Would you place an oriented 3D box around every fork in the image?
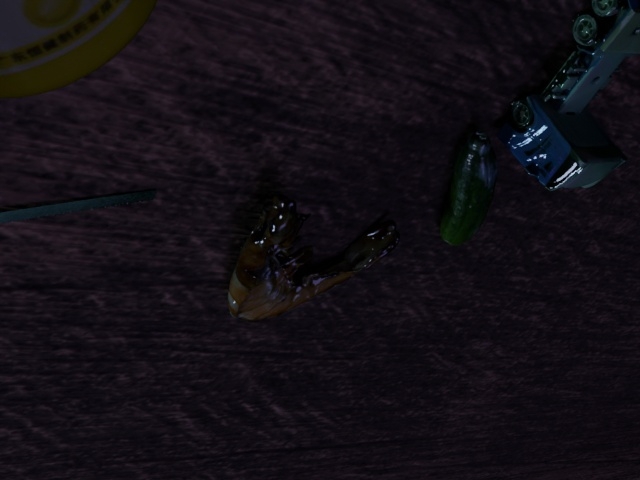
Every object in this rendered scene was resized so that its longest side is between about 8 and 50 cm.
[{"bbox_3d":[-0.203,-0.009,0.654,0.235,0.021,0.039,-9,148,-32],"label":"fork"}]

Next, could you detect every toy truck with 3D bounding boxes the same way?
[{"bbox_3d":[0.212,-0.114,0.802,0.067,0.081,0.175,-6,143,-39],"label":"toy truck"}]

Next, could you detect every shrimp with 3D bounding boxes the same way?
[{"bbox_3d":[0.002,0.003,0.836,0.147,0.035,0.195,-16,155,-20],"label":"shrimp"}]

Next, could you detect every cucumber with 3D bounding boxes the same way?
[{"bbox_3d":[0.124,-0.041,0.881,0.037,0.037,0.155,-21,150,-16],"label":"cucumber"}]

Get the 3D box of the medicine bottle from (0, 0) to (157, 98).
[{"bbox_3d":[-0.140,-0.155,0.380,0.121,0.122,0.212,-28,151,-4],"label":"medicine bottle"}]
